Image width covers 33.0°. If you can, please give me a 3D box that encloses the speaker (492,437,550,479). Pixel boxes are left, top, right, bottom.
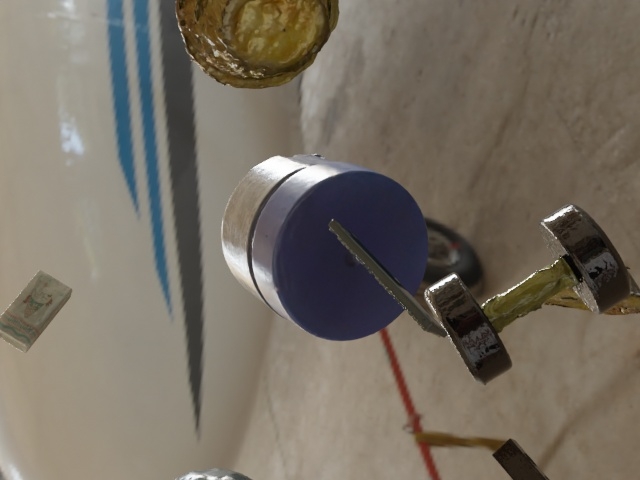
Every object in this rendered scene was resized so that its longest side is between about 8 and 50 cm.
[{"bbox_3d":[0.364,0.415,1.784,0.046,0.040,0.191,-44,63,6],"label":"speaker"}]

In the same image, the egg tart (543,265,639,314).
[{"bbox_3d":[0.544,0.093,2.147,0.234,0.234,0.094,173,107,-70],"label":"egg tart"}]

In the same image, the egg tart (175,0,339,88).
[{"bbox_3d":[-0.058,-0.236,1.117,0.074,0.191,0.191,58,135,51],"label":"egg tart"}]

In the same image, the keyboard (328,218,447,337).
[{"bbox_3d":[0.074,0.042,1.199,0.014,0.055,0.176,-47,61,8],"label":"keyboard"}]

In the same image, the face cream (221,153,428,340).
[{"bbox_3d":[0.000,0.000,1.588,0.225,0.249,0.249,29,107,61],"label":"face cream"}]

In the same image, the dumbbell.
[{"bbox_3d":[0.368,0.095,1.934,0.322,0.204,0.204,-31,29,2],"label":"dumbbell"}]

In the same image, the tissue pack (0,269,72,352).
[{"bbox_3d":[-0.381,0.093,1.431,0.108,0.056,0.023,-60,1,-38],"label":"tissue pack"}]

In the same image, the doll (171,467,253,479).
[{"bbox_3d":[-0.161,0.368,1.122,0.340,0.246,0.158,-53,-54,-65],"label":"doll"}]
